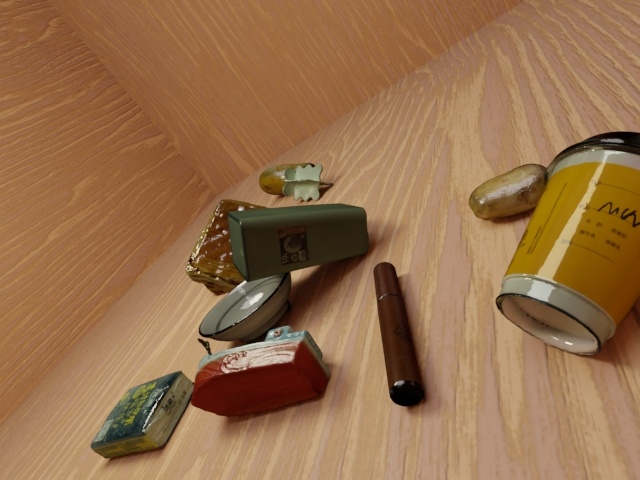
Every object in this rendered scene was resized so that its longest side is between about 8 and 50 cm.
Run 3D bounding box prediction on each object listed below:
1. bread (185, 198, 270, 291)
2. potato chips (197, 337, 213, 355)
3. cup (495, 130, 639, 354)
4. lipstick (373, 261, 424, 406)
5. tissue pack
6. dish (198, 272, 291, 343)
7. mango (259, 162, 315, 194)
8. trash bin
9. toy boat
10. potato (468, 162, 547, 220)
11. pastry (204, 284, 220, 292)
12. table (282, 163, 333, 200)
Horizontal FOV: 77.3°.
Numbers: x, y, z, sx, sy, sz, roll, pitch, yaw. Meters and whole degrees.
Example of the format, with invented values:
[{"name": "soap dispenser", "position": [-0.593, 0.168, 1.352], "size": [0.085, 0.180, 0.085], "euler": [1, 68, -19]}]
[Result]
[{"name": "bread", "position": [-0.291, 0.031, 1.431], "size": [0.167, 0.277, 0.324], "euler": [98, -174, -66]}, {"name": "potato chips", "position": [-0.280, 0.308, 1.029], "size": [0.026, 0.142, 0.209], "euler": [-20, 38, -22]}, {"name": "cup", "position": [0.369, 0.003, 0.547], "size": [0.280, 0.196, 0.196], "euler": [-53, 24, -14]}, {"name": "lipstick", "position": [0.139, 0.154, 0.762], "size": [0.057, 0.057, 0.357], "euler": [-31, 22, 17]}, {"name": "tissue pack", "position": [-0.475, 0.466, 1.071], "size": [0.257, 0.081, 0.185], "euler": [-25, 25, 29]}, {"name": "dish", "position": [-0.185, 0.191, 1.126], "size": [0.316, 0.106, 0.316], "euler": [-32, 16, 10]}, {"name": "mango", "position": [-0.177, -0.329, 2.138], "size": [0.329, 0.175, 0.176], "euler": [1, 64, 33]}, {"name": "trash bin", "position": [-0.064, -0.018, 1.098], "size": [0.343, 0.158, 0.223], "euler": [-11, 13, -19]}, {"name": "toy boat", "position": [-0.143, 0.270, 0.849], "size": [0.332, 0.145, 0.133], "euler": [-21, 26, 24]}, {"name": "potato", "position": [0.396, -0.098, 0.833], "size": [0.170, 0.080, 0.107], "euler": [-22, 25, 24]}, {"name": "pastry", "position": [-0.376, 0.104, 1.619], "size": [0.240, 0.132, 0.235], "euler": [-8, 27, 41]}, {"name": "table", "position": [-0.059, -0.262, 1.818], "size": [0.198, 0.166, 0.166], "euler": [8, 49, 51]}]
